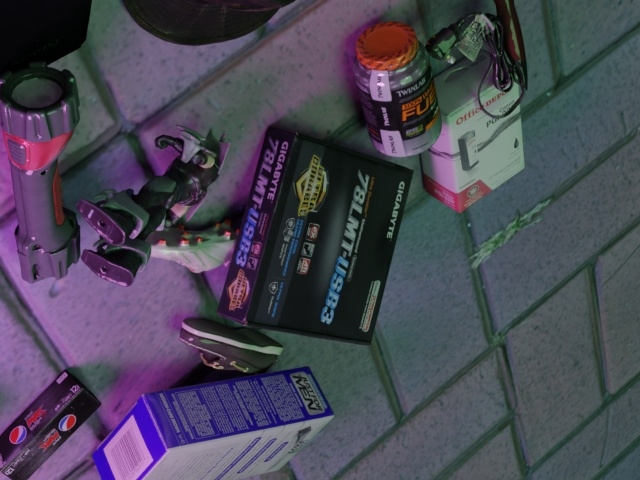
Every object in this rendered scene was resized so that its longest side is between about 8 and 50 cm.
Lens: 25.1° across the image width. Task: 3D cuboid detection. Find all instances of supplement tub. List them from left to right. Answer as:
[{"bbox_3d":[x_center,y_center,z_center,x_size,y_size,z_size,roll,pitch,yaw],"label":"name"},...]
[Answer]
[{"bbox_3d":[0.114,-0.228,2.158,0.117,0.117,0.190,-37,140,-17],"label":"supplement tub"}]

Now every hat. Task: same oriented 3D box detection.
[{"bbox_3d":[-0.093,-0.367,1.832,0.331,0.134,0.331,-26,136,-28],"label":"hat"}]

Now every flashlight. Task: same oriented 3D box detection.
[{"bbox_3d":[-0.346,-0.083,1.814,0.103,0.103,0.304,-6,139,-9],"label":"flashlight"}]

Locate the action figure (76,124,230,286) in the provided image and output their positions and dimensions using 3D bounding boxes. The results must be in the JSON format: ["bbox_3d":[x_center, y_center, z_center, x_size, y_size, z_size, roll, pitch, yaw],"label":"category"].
[{"bbox_3d":[-0.217,-0.062,1.940,0.285,0.099,0.185,-47,161,-51],"label":"action figure"}]

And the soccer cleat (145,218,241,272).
[{"bbox_3d":[-0.190,0.016,2.091,0.196,0.068,0.076,-5,125,-46],"label":"soccer cleat"}]

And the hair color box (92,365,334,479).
[{"bbox_3d":[-0.166,0.305,2.262,0.339,0.110,0.185,-3,146,-42],"label":"hair color box"}]

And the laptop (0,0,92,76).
[{"bbox_3d":[-0.457,-0.323,1.579,0.382,0.236,0.408,-34,110,-27],"label":"laptop"}]

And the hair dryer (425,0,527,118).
[{"bbox_3d":[0.276,-0.359,2.222,0.223,0.080,0.293,35,83,-44],"label":"hair dryer"}]

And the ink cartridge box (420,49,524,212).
[{"bbox_3d":[0.245,-0.179,2.347,0.158,0.092,0.218,-34,136,-21],"label":"ink cartridge box"}]

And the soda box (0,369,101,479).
[{"bbox_3d":[-0.403,0.272,2.088,0.169,0.053,0.060,-45,142,-7],"label":"soda box"}]

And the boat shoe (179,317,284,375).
[{"bbox_3d":[-0.144,0.173,2.244,0.227,0.081,0.069,19,101,-53],"label":"boat shoe"}]

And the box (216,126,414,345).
[{"bbox_3d":[0.000,0.000,2.197,0.293,0.073,0.295,15,91,-47],"label":"box"}]
